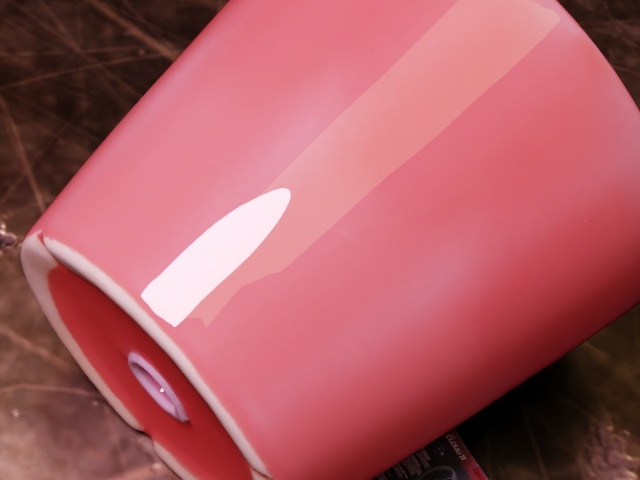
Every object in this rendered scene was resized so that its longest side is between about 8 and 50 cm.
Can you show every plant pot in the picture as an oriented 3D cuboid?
[{"bbox_3d":[0.000,0.000,0.918,0.243,0.275,0.275,-41,70,-19],"label":"plant pot"}]

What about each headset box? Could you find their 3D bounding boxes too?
[{"bbox_3d":[0.057,0.142,0.947,0.083,0.032,0.062,-22,62,-23],"label":"headset box"}]
